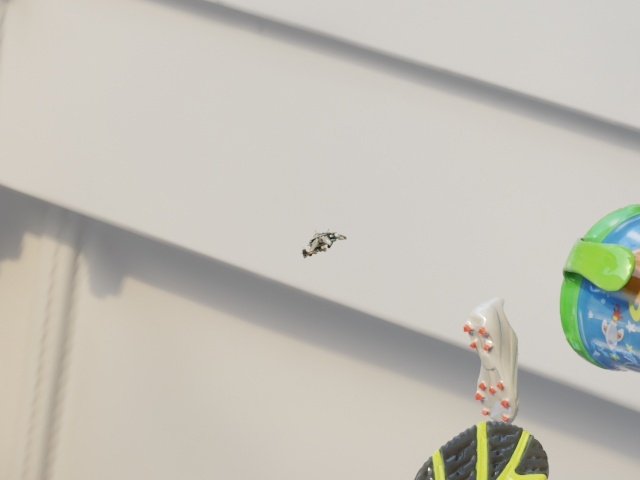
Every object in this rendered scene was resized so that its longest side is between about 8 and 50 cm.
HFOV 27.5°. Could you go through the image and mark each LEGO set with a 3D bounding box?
[{"bbox_3d":[-0.003,0.001,1.510,0.054,0.023,0.083,-16,-5,-33],"label":"LEGO set"}]

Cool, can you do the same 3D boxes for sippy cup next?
[{"bbox_3d":[0.475,0.089,1.721,0.305,0.224,0.240,-16,-68,-29],"label":"sippy cup"}]

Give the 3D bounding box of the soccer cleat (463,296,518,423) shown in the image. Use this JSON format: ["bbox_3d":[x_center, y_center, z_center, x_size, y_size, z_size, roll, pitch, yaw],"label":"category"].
[{"bbox_3d":[0.252,0.171,1.826,0.076,0.068,0.196,-37,-56,-36],"label":"soccer cleat"}]

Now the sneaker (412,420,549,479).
[{"bbox_3d":[0.089,0.352,1.411,0.384,0.145,0.147,-27,-38,-14],"label":"sneaker"}]
